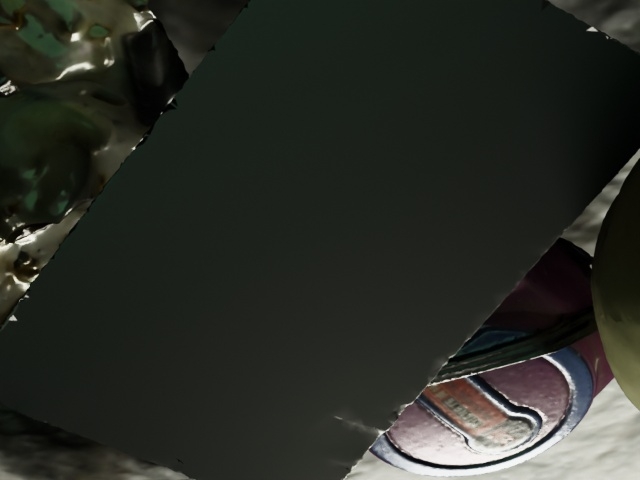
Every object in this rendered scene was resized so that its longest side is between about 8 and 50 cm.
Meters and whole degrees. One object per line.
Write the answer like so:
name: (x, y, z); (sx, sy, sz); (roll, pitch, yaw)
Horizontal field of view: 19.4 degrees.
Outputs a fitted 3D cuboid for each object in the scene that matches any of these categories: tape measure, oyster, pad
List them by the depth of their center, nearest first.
oyster: (-0.100, -0.077, 0.575); (0.128, 0.078, 0.345); (-19, 149, -21)
pad: (0.000, 0.000, 0.674); (0.163, 0.004, 0.243); (25, 118, -29)
tape measure: (0.063, 0.039, 0.773); (0.125, 0.074, 0.118); (-30, 135, 22)

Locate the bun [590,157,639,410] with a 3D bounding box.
bun: (0.195, -0.001, 0.697); (0.178, 0.128, 0.193); (10, 154, -25)
